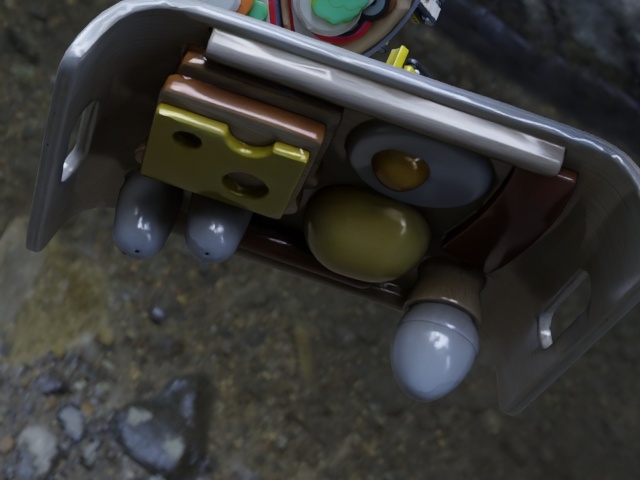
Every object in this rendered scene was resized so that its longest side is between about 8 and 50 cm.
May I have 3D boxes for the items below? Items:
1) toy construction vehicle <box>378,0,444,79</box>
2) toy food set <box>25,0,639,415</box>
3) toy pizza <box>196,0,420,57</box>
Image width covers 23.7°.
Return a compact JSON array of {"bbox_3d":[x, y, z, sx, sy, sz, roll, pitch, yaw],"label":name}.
[{"bbox_3d":[0.055,-0.161,1.161,0.098,0.035,0.086,38,66,-44],"label":"toy construction vehicle"},{"bbox_3d":[0.000,0.000,0.811,0.306,0.220,0.092,18,61,-6],"label":"toy food set"},{"bbox_3d":[-0.030,-0.184,0.892,0.201,0.201,0.032,28,22,-10],"label":"toy pizza"}]
